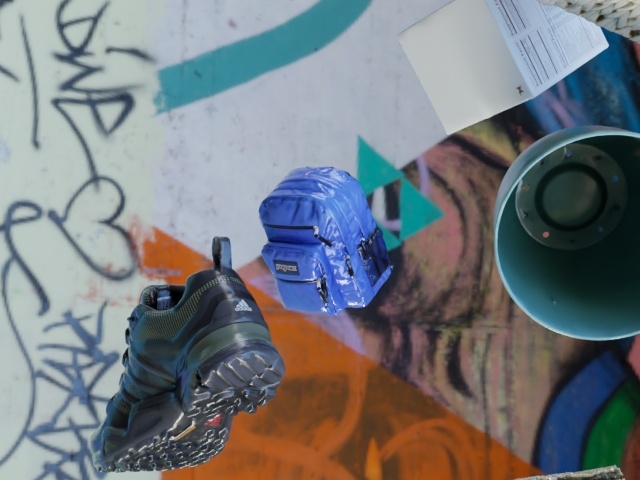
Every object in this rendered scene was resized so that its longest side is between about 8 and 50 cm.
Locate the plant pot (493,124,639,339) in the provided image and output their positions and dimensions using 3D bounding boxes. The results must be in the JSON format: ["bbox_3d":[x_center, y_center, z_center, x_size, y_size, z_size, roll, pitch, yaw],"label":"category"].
[{"bbox_3d":[0.389,-0.037,1.240,0.235,0.293,0.293,-75,-176,-71],"label":"plant pot"}]

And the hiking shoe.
[{"bbox_3d":[-0.103,0.093,0.613,0.227,0.086,0.114,-42,-129,40],"label":"hiking shoe"}]

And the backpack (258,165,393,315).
[{"bbox_3d":[0.000,0.000,0.755,0.098,0.101,0.120,1,-58,31],"label":"backpack"}]

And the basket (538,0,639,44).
[{"bbox_3d":[0.477,-0.438,1.051,0.331,0.266,0.328,-66,-172,-8],"label":"basket"}]

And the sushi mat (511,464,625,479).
[{"bbox_3d":[0.161,0.284,0.951,0.316,0.151,0.019,-26,-115,45],"label":"sushi mat"}]

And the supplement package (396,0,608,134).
[{"bbox_3d":[0.315,-0.344,1.458,0.199,0.262,0.198,-19,-78,52],"label":"supplement package"}]
